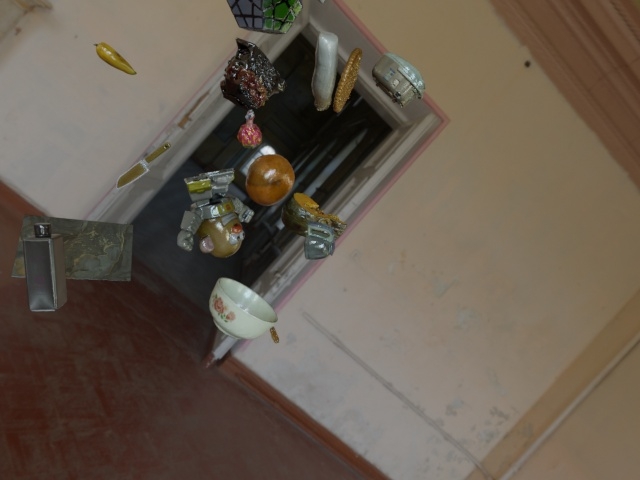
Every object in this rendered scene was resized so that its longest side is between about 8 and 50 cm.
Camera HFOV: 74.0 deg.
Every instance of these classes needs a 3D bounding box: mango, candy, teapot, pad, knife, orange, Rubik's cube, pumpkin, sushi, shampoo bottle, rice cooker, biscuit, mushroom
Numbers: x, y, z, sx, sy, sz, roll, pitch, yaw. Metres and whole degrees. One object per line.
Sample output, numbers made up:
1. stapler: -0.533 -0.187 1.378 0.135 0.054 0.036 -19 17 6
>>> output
1. mango: -0.868 -0.765 1.796 0.101 0.066 0.187 38 5 42
2. candy: -0.334 -0.604 2.034 0.124 0.124 0.366 43 -37 24
3. teapot: 0.002 -0.001 1.496 0.108 0.149 0.111 5 15 9
4. pad: -0.886 0.029 1.552 0.366 0.007 0.248 6 59 -28
5. knife: -0.640 -0.265 1.531 0.046 0.256 0.022 53 2 -17
6. orange: -0.235 -0.279 1.933 0.171 0.240 0.240 39 -1 37
7. Rubik's cube: -0.220 -0.970 1.676 0.319 0.263 0.320 -15 90 -73
8. pumpkin: -0.043 -0.105 1.942 0.280 0.139 0.190 18 26 -35
9. sushi: -0.219 -0.479 1.282 0.152 0.151 0.172 25 -9 12
10. shampoo bottle: -0.786 0.074 1.212 0.080 0.247 0.079 0 10 -11
11. rice cooker: 0.273 -0.565 1.494 0.206 0.127 0.145 51 13 13
12. biscuit: 0.109 -0.620 1.650 0.035 0.254 0.254 23 0 5
13. mushroom: 0.018 -0.870 2.227 0.125 0.398 0.177 0 34 -8

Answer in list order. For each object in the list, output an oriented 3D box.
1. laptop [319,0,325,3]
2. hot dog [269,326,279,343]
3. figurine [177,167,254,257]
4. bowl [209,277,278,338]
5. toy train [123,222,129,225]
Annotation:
1. laptop: -0.056 -0.850 1.225 0.269 0.015 0.188 43 -34 2
2. hot dog: -0.206 0.421 1.884 0.037 0.021 0.084 -44 120 -62
3. figurine: -0.346 -0.081 1.417 0.167 0.342 0.285 13 -64 48
4. bowl: -0.310 0.277 1.609 0.277 0.145 0.277 37 2 -2
5. toy train: -0.809 -0.026 1.747 0.045 0.092 0.029 22 2 42
